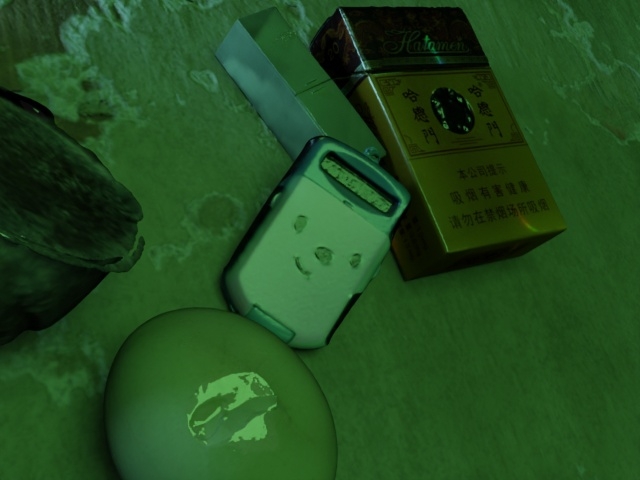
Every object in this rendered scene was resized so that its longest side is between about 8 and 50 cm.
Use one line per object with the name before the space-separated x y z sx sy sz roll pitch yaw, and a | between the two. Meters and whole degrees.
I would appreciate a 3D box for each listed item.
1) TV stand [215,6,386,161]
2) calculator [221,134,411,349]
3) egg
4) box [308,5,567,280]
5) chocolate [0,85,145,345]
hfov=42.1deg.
TV stand | -0.029 -0.197 1.185 0.083 0.088 0.269 -35 86 -39
calculator | 0.000 0.000 1.071 0.173 0.051 0.293 35 76 -9
egg | -0.102 0.192 0.851 0.269 0.219 0.219 43 50 13
box | 0.173 -0.163 1.272 0.264 0.116 0.415 -10 72 -33
chocolate | -0.350 -0.008 0.814 0.303 0.213 0.303 40 14 -12
